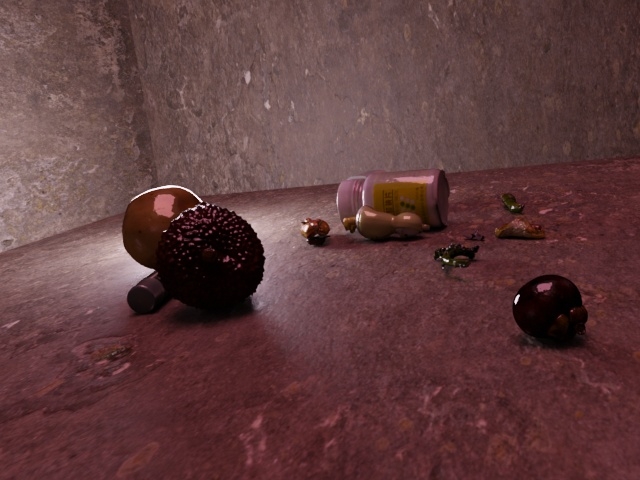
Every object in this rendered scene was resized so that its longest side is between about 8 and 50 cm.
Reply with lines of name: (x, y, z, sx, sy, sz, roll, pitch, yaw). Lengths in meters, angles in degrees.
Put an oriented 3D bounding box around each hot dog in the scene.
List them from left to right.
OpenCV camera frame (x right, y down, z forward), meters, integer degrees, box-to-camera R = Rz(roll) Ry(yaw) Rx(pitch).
hot dog: (-0.023, -0.048, 2.358, 0.104, 0.076, 0.250, -10, 4, -2)
hot dog: (0.616, -0.040, 2.008, 0.169, 0.061, 0.078, 3, 14, 41)

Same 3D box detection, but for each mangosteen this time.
mangosteen: (0.425, 0.129, 1.181, 0.140, 0.140, 0.140, -7, 11, 1)

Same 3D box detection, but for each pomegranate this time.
pomegranate: (-0.502, -0.044, 2.178, 0.319, 0.319, 0.319, -7, 11, 1)

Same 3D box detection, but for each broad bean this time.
broad bean: (0.730, -0.141, 2.464, 0.052, 0.053, 0.256, 31, 13, -2)

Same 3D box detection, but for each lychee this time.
lychee: (-0.277, 0.049, 1.635, 0.275, 0.276, 0.304, -9, -2, -8)

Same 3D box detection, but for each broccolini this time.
broccolini: (0.383, 0.046, 1.734, 0.123, 0.062, 0.271, -22, 5, 3)

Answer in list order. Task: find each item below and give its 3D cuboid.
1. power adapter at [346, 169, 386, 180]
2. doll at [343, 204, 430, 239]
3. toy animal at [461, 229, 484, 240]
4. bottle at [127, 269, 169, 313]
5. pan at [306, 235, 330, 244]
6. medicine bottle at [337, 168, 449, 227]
power adapter: (0.189, -0.182, 2.665, 0.124, 0.187, 0.255, -2, 12, 29)
doll: (0.227, -0.050, 2.216, 0.296, 0.117, 0.141, 11, -12, 27)
toy animal: (0.495, -0.019, 2.060, 0.050, 0.028, 0.084, -25, 20, -32)
bottle: (-0.452, 0.125, 1.821, 0.082, 0.082, 0.286, -6, 11, 7)
pan: (0.000, 0.001, 2.297, 0.068, 0.023, 0.115, -2, 7, 40)
medicine bottle: (0.269, -0.145, 2.366, 0.378, 0.213, 0.213, -3, 12, 24)
